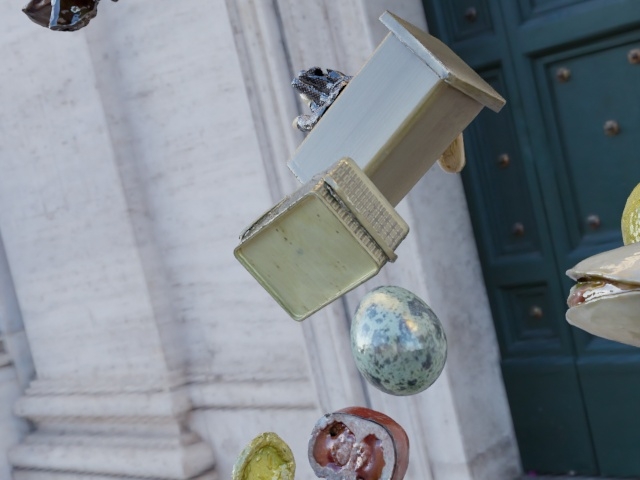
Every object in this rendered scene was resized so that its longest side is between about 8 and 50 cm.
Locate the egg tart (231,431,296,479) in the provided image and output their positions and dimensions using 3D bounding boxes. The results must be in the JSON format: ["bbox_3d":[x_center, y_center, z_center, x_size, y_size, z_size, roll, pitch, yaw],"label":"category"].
[{"bbox_3d":[-0.079,0.301,1.206,0.105,0.105,0.039,-16,7,-40],"label":"egg tart"}]

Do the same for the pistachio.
[{"bbox_3d":[0.394,0.065,1.118,0.215,0.143,0.144,-9,6,44],"label":"pistachio"}]

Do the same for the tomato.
[{"bbox_3d":[0.102,0.454,2.017,0.214,0.180,0.155,20,10,30],"label":"tomato"}]

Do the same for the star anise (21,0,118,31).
[{"bbox_3d":[-0.231,-0.261,0.917,0.177,0.073,0.234,-42,17,25],"label":"star anise"}]

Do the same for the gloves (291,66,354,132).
[{"bbox_3d":[0.012,-0.259,1.738,0.106,0.129,0.180,4,18,-20],"label":"gloves"}]

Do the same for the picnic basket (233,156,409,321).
[{"bbox_3d":[0.000,0.000,0.974,0.164,0.115,0.079,-32,12,42],"label":"picnic basket"}]

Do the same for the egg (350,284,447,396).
[{"bbox_3d":[0.107,0.138,1.306,0.132,0.172,0.132,-14,-38,-11],"label":"egg"}]

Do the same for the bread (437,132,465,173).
[{"bbox_3d":[0.234,-0.213,1.762,0.078,0.189,0.114,-7,32,14],"label":"bread"}]

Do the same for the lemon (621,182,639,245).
[{"bbox_3d":[0.645,-0.026,1.529,0.254,0.253,0.310,-16,0,-39],"label":"lemon"}]

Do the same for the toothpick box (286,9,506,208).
[{"bbox_3d":[0.111,-0.183,1.521,0.308,0.187,0.190,-50,-32,18],"label":"toothpick box"}]
